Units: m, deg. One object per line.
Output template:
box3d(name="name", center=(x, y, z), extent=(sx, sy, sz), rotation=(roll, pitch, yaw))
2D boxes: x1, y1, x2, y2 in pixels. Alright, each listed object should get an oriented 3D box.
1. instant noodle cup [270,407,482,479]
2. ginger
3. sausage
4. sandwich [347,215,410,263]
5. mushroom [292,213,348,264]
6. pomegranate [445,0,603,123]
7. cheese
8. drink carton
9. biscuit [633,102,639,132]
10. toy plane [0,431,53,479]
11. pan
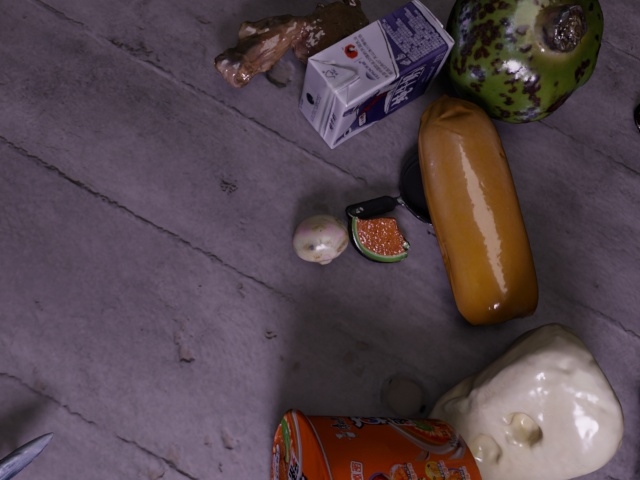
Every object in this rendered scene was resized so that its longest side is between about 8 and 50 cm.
box3d(name="instant noodle cup", center=(0.063, 0.318, 0.775), extent=(0.192, 0.250, 0.251), rotation=(1, 70, -20))
box3d(name="ginger", center=(-0.043, -0.318, 1.069), extent=(0.290, 0.084, 0.122), rotation=(-24, 98, -21))
box3d(name="sausage", center=(0.225, -0.055, 0.969), extent=(0.134, 0.116, 0.354), rotation=(-13, 84, -5))
box3d(name="sandwich", center=(0.088, -0.002, 0.983), extent=(0.101, 0.026, 0.070), rotation=(2, 102, -12))
box3d(name="mushroom", center=(0.000, 0.000, 0.960), extent=(0.083, 0.068, 0.084), rotation=(-6, 38, 5))
box3d(name="pomegranate", center=(0.319, -0.311, 1.030), extent=(0.254, 0.270, 0.255), rotation=(-2, 103, -11))
box3d(name="cheese", center=(0.265, 0.221, 0.840), extent=(0.251, 0.248, 0.174), rotation=(-28, 76, -12))
box3d(name="drink carton", center=(0.081, -0.258, 1.030), extent=(0.222, 0.134, 0.102), rotation=(-33, 80, -19))
box3d(name="biscuit", center=(0.596, -0.212, 1.163), extent=(0.089, 0.027, 0.087), rotation=(45, 69, 7))
box3d(name="toy plane", center=(-0.429, 0.314, 0.765), extent=(0.267, 0.088, 0.212), rotation=(-36, 81, -28))
box3d(name="pan", center=(0.143, -0.068, 1.029), extent=(0.234, 0.028, 0.136), rotation=(-16, 73, -18))
